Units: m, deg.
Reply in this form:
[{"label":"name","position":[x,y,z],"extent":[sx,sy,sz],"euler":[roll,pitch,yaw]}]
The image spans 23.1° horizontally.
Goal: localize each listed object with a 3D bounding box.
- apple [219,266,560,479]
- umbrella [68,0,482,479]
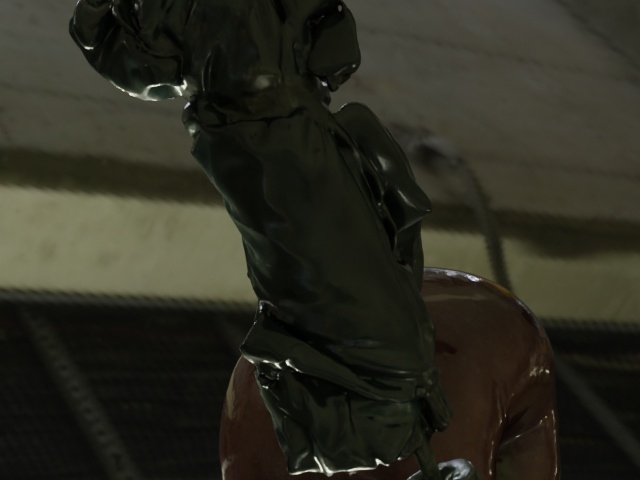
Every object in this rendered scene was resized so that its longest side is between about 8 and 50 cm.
[{"label":"apple","position":[0.053,0.163,1.199],"extent":[0.235,0.305,0.306],"euler":[6,-164,27]},{"label":"umbrella","position":[-0.003,0.001,0.788],"extent":[0.143,0.348,0.094],"euler":[-31,-163,-20]}]
